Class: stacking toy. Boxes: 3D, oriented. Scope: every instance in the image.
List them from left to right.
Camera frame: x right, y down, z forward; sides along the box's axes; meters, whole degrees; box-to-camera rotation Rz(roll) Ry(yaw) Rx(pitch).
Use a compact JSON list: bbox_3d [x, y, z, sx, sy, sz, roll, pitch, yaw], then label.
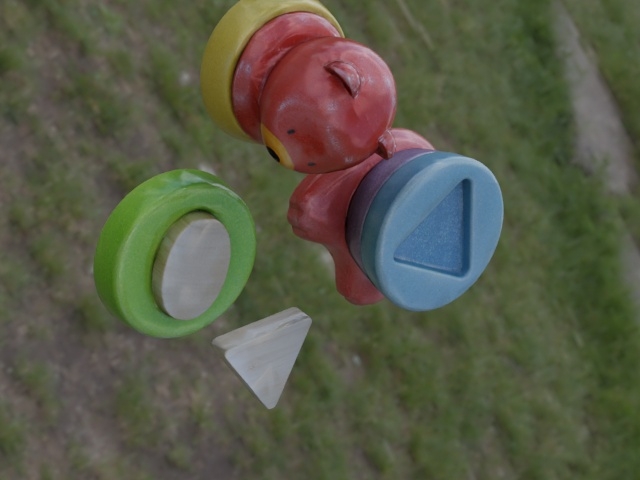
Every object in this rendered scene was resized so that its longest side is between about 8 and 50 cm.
[{"bbox_3d":[0.000,0.000,1.131,0.130,0.279,0.309,33,-6,46],"label":"stacking toy"}]
